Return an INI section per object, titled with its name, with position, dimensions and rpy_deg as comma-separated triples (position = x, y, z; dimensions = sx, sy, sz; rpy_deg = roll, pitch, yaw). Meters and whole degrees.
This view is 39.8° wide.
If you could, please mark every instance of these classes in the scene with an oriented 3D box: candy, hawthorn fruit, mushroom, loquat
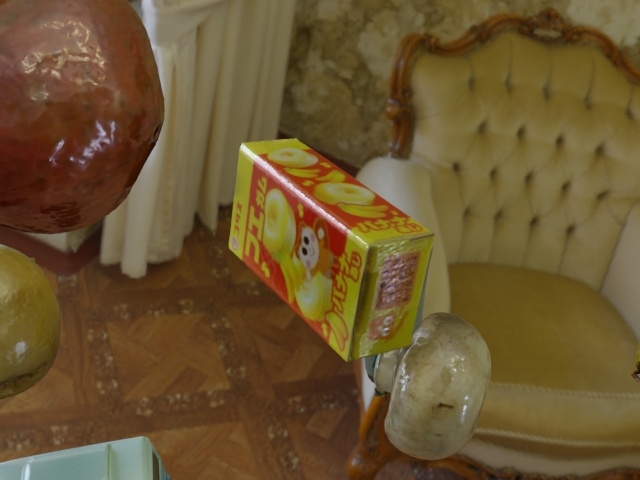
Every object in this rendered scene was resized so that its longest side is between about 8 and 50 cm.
[candy]
position = 0.000, 0.000, 0.987
dimensions = 0.088, 0.146, 0.276
rpy_deg = -11, 31, -32
[hawthorn fruit]
position = -0.140, -0.059, 0.400
dimensions = 0.125, 0.125, 0.140
rpy_deg = 33, 61, 21
[mushroom]
position = 0.122, 0.162, 0.989
dimensions = 0.127, 0.166, 0.166
rpy_deg = 12, 35, 18
[loquat]
position = -0.431, 0.101, 1.107
dimensions = 0.213, 0.213, 0.213
rpy_deg = 10, 37, -8

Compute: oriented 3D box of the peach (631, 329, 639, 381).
[peach]
position = 0.266, 0.033, 0.582
dimensions = 0.092, 0.127, 0.172
rpy_deg = -22, 95, -45

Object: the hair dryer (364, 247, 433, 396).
[hair dryer]
position = 0.110, 0.104, 1.243
dimensions = 0.088, 0.218, 0.225
rpy_deg = 14, -3, 6

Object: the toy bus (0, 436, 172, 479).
[toy bus]
position = -0.351, 0.371, 1.233
dimensions = 0.272, 0.164, 0.133
rpy_deg = -10, 40, -5
